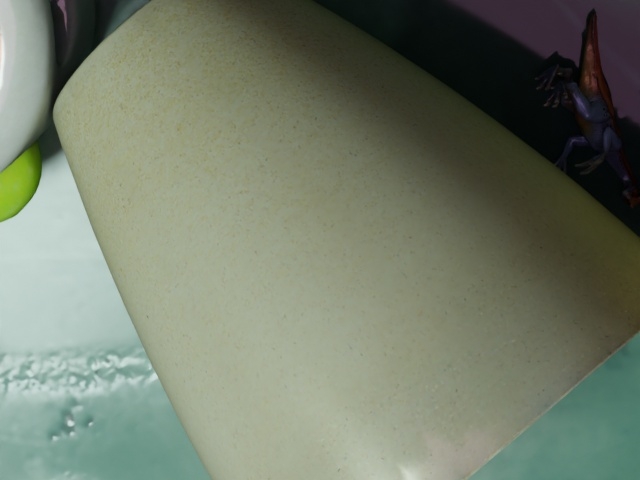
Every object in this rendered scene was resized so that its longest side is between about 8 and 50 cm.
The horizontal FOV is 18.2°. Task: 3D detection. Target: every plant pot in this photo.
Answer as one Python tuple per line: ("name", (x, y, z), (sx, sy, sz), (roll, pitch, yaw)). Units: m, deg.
("plant pot", (0.000, 0.000, 1.007), (0.256, 0.256, 0.274), (-41, 84, 16))

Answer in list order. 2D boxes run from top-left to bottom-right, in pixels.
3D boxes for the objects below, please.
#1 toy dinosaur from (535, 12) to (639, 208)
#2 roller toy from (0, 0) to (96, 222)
("toy dinosaur", (0.152, -0.059, 1.063), (0.082, 0.047, 0.090), (35, 97, -24))
("roller toy", (-0.223, -0.114, 1.026), (0.209, 0.146, 0.191), (28, 107, -3))
